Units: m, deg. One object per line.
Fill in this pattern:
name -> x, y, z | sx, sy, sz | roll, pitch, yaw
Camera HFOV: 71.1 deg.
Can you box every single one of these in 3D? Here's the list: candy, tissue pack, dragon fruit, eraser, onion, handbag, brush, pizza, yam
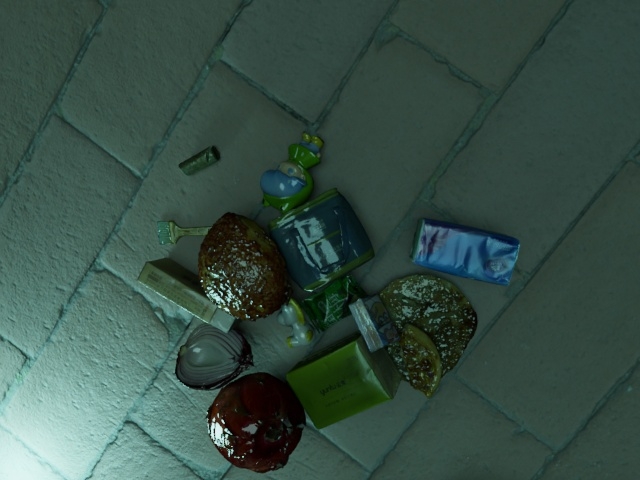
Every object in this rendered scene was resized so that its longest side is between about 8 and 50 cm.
candy -> 0.048, 0.199, 1.424 | 0.203, 0.078, 0.141 | -29, 103, 7
tissue pack -> 0.405, 0.028, 1.293 | 0.264, 0.198, 0.146 | 12, 96, 7
dragon fruit -> -0.197, 0.554, 1.376 | 0.296, 0.302, 0.295 | -1, 92, -25
eraser -> -0.412, 0.175, 1.463 | 0.344, 0.144, 0.078 | 29, 97, 4
onion -> -0.317, 0.389, 1.442 | 0.284, 0.120, 0.227 | 5, 57, 27
handbag -> 0.000, 0.000, 1.336 | 0.263, 0.222, 0.240 | -31, 92, -5
tissue pack -> 0.071, 0.419, 1.373 | 0.275, 0.167, 0.200 | -32, 87, 22
brush -> -0.449, -0.030, 1.516 | 0.219, 0.010, 0.082 | -3, 94, 8
pizza -> 0.303, 0.366, 1.354 | 0.128, 0.058, 0.246 | -5, 97, 8
yam -> -0.395, -0.260, 1.466 | 0.133, 0.054, 0.054 | -25, 91, 11
tissue pack -> 0.161, 0.242, 1.331 | 0.065, 0.116, 0.155 | -37, 71, 31

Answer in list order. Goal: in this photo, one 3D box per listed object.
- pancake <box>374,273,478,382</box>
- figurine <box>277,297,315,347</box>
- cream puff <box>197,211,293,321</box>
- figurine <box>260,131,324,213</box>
pancake -> 0.306, 0.270, 1.400 | 0.357, 0.065, 0.355 | 1, 101, 6
figurine -> -0.079, 0.253, 1.431 | 0.109, 0.129, 0.178 | -25, 82, -28
cream puff -> -0.245, 0.092, 1.344 | 0.229, 0.350, 0.350 | -26, 91, -21
figurine -> -0.080, -0.207, 1.379 | 0.162, 0.143, 0.263 | 25, 80, 32
